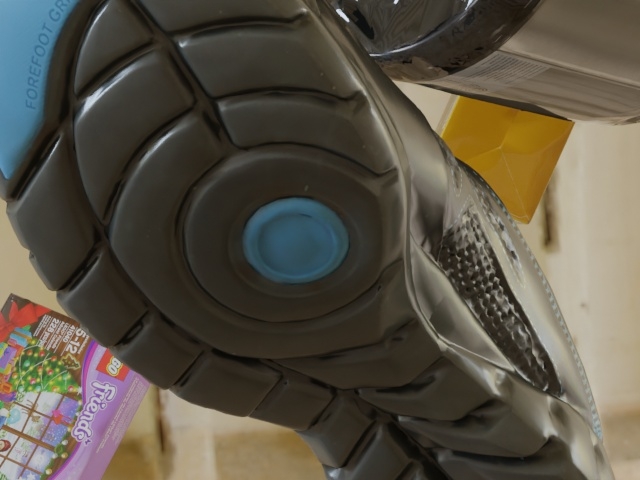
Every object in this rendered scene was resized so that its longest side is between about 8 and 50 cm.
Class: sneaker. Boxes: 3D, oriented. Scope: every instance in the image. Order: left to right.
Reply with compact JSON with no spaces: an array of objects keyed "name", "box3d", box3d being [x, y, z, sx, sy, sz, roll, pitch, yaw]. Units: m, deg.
[{"name":"sneaker","box3d":[0.000,0.000,0.480,0.125,0.140,0.341,-22,-52,19]}]

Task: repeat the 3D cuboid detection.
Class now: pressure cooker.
[{"name":"pressure cooker","box3d":[0.217,-0.288,1.161,0.420,0.375,0.370,7,24,-38]}]

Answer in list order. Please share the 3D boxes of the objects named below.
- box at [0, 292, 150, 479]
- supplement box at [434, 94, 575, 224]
[{"name":"box","box3d":[-0.341,0.225,1.499,0.201,0.293,0.057,19,-20,19]},{"name":"supplement box","box3d":[0.207,-0.129,1.505,0.129,0.191,0.194,24,1,0]}]
